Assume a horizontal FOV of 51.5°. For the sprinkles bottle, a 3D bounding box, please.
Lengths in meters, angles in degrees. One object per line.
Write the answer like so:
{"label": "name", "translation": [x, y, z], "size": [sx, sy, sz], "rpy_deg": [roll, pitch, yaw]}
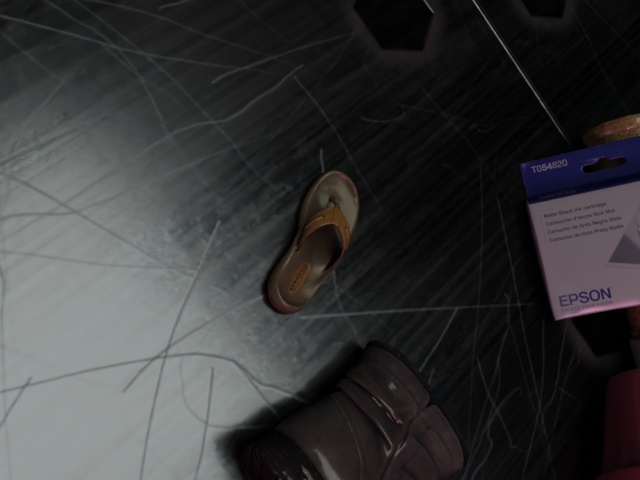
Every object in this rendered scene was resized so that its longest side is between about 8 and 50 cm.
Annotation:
{"label": "sprinkles bottle", "translation": [0.470, 0.003, 0.938], "size": [0.121, 0.121, 0.355], "rpy_deg": [-8, 83, -28]}

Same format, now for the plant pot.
{"label": "plant pot", "translation": [0.448, 0.265, 0.845], "size": [0.201, 0.201, 0.180], "rpy_deg": [18, 57, -22]}

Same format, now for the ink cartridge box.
{"label": "ink cartridge box", "translation": [0.395, -0.023, 0.874], "size": [0.223, 0.045, 0.224], "rpy_deg": [-13, 83, 15]}

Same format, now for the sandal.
{"label": "sandal", "translation": [0.000, 0.000, 0.744], "size": [0.072, 0.049, 0.180], "rpy_deg": [34, 67, -17]}

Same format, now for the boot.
{"label": "boot", "translation": [0.086, 0.293, 0.697], "size": [0.223, 0.118, 0.338], "rpy_deg": [-30, 98, -33]}
